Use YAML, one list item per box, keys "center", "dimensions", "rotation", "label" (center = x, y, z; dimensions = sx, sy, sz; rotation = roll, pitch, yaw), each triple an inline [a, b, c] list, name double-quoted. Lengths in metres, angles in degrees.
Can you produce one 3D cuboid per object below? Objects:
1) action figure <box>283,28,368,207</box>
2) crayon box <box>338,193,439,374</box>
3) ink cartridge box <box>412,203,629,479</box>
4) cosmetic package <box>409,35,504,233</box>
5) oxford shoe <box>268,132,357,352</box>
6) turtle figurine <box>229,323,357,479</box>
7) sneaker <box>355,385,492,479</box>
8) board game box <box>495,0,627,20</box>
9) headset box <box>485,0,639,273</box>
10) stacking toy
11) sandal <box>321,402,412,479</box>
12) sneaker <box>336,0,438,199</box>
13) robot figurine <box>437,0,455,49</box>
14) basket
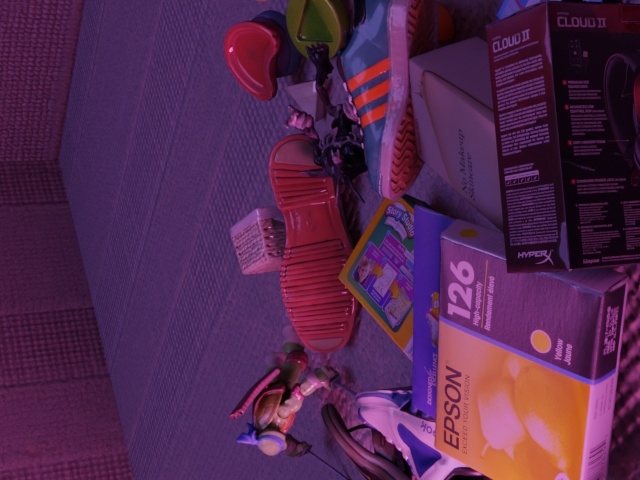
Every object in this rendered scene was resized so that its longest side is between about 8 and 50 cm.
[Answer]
- center: [0.025, -0.200, 1.781]
  dimensions: [0.164, 0.141, 0.275]
  rotation: [-9, 75, 22]
  label: "action figure"
- center: [0.150, 0.060, 1.558]
  dimensions: [0.165, 0.081, 0.278]
  rotation: [-59, 36, 13]
  label: "crayon box"
- center: [0.208, 0.141, 1.299]
  dimensions: [0.307, 0.072, 0.303]
  rotation: [20, 122, 40]
  label: "ink cartridge box"
- center: [0.233, -0.120, 1.347]
  dimensions: [0.309, 0.113, 0.160]
  rotation: [-132, 26, -53]
  label: "cosmetic package"
- center: [0.000, 0.000, 1.947]
  dimensions: [0.146, 0.140, 0.397]
  rotation: [-56, -38, -77]
  label: "oxford shoe"
- center: [-0.021, 0.303, 2.023]
  dimensions: [0.266, 0.275, 0.197]
  rotation: [-92, -8, -49]
  label: "turtle figurine"
- center: [0.158, 0.305, 1.598]
  dimensions: [0.315, 0.127, 0.182]
  rotation: [-16, 77, 63]
  label: "sneaker"
- center: [0.297, -0.302, 1.307]
  dimensions: [0.211, 0.039, 0.160]
  rotation: [113, 144, -47]
  label: "board game box"
- center: [0.297, -0.119, 1.121]
  dimensions: [0.110, 0.218, 0.293]
  rotation: [-7, 88, 64]
  label: "headset box"
- center: [-0.036, -0.397, 2.008]
  dimensions: [0.279, 0.130, 0.309]
  rotation: [39, 136, 25]
  label: "stacking toy"
- center: [0.113, 0.357, 1.761]
  dimensions: [0.303, 0.086, 0.120]
  rotation: [34, 163, 41]
  label: "sandal"
- center: [0.086, -0.210, 1.493]
  dimensions: [0.121, 0.108, 0.302]
  rotation: [18, 114, 35]
  label: "sneaker"
- center: [0.125, -0.263, 1.585]
  dimensions: [0.158, 0.128, 0.219]
  rotation: [-55, -23, -62]
  label: "robot figurine"
- center: [-0.094, 0.000, 2.124]
  dimensions: [0.167, 0.113, 0.103]
  rotation: [148, 113, -63]
  label: "basket"
